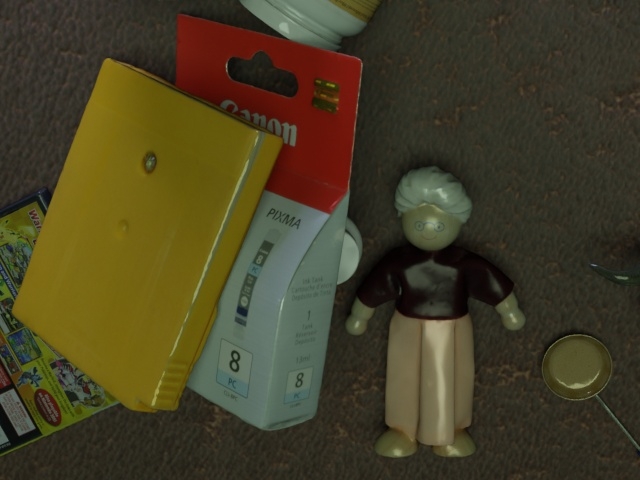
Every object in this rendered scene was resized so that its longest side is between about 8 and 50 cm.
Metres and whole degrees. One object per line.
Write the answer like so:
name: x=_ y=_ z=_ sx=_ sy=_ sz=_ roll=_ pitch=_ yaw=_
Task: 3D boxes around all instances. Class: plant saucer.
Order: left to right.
plant saucer: x=0.306 y=0.150 z=1.473 sx=0.083 sy=0.015 sz=0.083 roll=1 pitch=105 yaw=3

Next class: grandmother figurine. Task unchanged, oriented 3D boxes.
grandmother figurine: x=0.133 y=0.081 z=1.426 sx=0.208 sy=0.104 sz=0.342 roll=-4 pitch=107 yaw=-4

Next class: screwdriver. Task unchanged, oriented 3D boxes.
screwdriver: x=0.377 y=0.244 z=1.494 sx=0.170 sy=0.024 sz=0.025 roll=47 pitch=131 yaw=-2

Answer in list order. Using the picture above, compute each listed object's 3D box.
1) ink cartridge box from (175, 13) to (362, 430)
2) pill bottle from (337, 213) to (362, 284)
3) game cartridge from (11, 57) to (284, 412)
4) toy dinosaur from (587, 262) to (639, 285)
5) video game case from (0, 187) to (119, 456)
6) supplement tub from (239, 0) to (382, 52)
ink cartridge box: x=-0.110 y=-0.031 z=1.324 sx=0.308 sy=0.091 sz=0.384 roll=22 pitch=111 yaw=42
pill bottle: x=0.000 y=0.000 z=1.379 sx=0.086 sy=0.152 sz=0.086 roll=-2 pitch=103 yaw=-7
game cartridge: x=-0.196 y=-0.008 z=1.334 sx=0.285 sy=0.053 sz=0.323 roll=29 pitch=102 yaw=41
toy dinosaur: x=0.459 y=0.040 z=1.403 sx=0.314 sy=0.121 sz=0.160 roll=15 pitch=92 yaw=4
video game case: x=-0.377 y=0.110 z=1.496 sx=0.248 sy=0.035 sz=0.274 roll=-25 pitch=100 yaw=9
supplement tub: x=0.016 y=-0.309 z=1.310 sx=0.144 sy=0.144 sz=0.199 roll=33 pitch=103 yaw=-5
